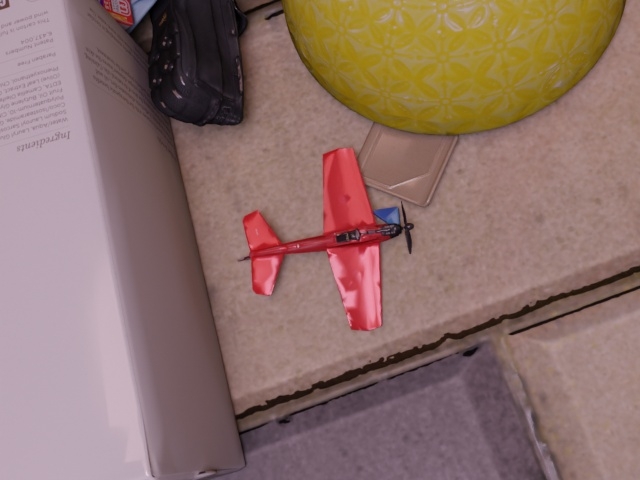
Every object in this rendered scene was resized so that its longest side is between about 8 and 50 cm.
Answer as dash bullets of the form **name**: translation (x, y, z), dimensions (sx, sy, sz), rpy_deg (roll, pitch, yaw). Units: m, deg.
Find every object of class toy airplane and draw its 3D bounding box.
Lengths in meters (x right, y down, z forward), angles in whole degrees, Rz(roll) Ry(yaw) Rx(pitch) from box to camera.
- **toy airplane**: translation (0.000, 0.000, 0.704), dimensions (0.151, 0.028, 0.151), rpy_deg (-1, 86, 14)

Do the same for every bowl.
- **bowl**: translation (0.094, -0.241, 0.674), dimensions (0.290, 0.156, 0.289), rpy_deg (-3, 74, 11)

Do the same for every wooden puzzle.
- **wooden puzzle**: translation (0.069, -0.069, 0.721), dimensions (0.079, 0.014, 0.116), rpy_deg (29, 84, 20)

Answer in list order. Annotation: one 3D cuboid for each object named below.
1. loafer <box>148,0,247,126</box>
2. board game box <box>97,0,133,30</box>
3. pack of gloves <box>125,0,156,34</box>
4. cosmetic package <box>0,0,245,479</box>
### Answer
- **loafer**: translation (-0.103, -0.193, 0.757), dimensions (0.076, 0.078, 0.223), rpy_deg (-33, 53, 42)
- **board game box**: translation (-0.239, -0.245, 0.772), dimensions (0.147, 0.045, 0.193), rpy_deg (-22, 72, 35)
- **pack of gloves**: translation (-0.144, -0.279, 0.756), dimensions (0.232, 0.046, 0.195), rpy_deg (-31, 66, 37)
- **cosmetic package**: translation (-0.186, 0.012, 0.658), dimensions (0.155, 0.197, 0.365), rpy_deg (-15, 73, 8)
